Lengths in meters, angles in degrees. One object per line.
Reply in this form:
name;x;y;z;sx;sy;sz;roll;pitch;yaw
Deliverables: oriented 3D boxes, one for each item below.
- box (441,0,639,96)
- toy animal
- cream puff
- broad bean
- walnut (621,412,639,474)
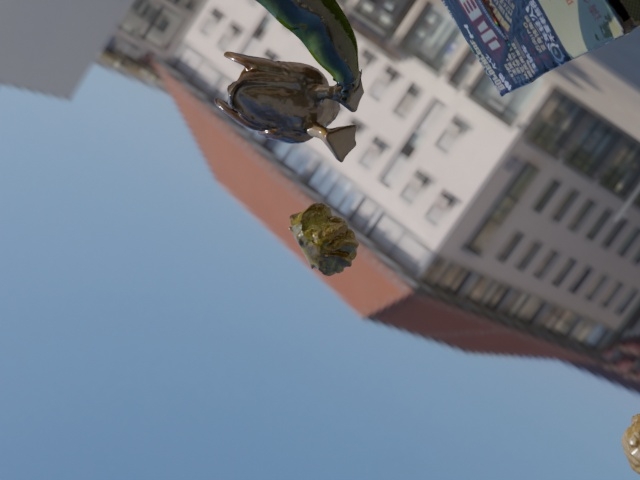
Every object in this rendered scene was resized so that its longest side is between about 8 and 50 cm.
box;0.207;-0.267;1.280;0.198;0.084;0.310;57;167;-3
toy animal;-0.054;-0.141;1.294;0.179;0.089;0.188;18;-172;38
cream puff;0.000;0.000;1.475;0.058;0.083;0.083;-21;-87;-50
broad bean;-0.034;-0.216;1.145;0.254;0.065;0.046;41;-169;-34
walnut;0.382;0.232;1.481;0.096;0.079;0.082;47;154;22
